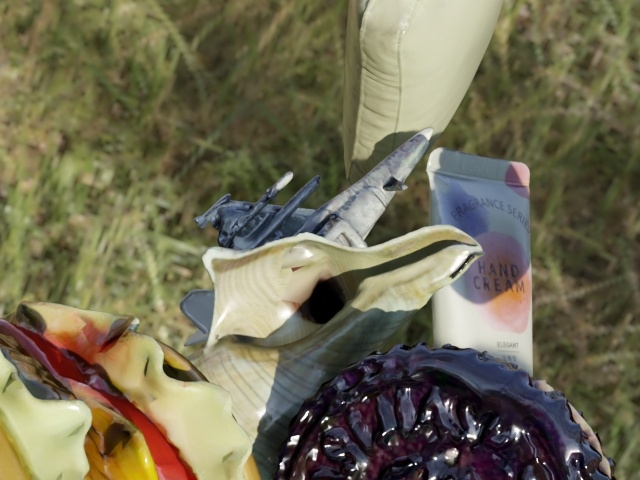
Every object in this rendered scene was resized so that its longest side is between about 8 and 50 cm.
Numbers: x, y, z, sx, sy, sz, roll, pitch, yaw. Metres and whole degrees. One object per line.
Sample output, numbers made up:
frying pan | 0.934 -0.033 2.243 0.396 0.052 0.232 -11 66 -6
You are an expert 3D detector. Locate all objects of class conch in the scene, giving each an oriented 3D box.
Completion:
conch | -0.021 0.065 0.897 0.137 0.234 0.114 38 -1 16

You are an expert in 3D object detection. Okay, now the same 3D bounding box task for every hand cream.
hand cream | 0.136 0.098 1.242 0.124 0.341 0.078 6 -9 -41

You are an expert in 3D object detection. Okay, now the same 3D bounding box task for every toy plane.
toy plane | 0.001 0.008 1.046 0.160 0.234 0.082 49 0 -23

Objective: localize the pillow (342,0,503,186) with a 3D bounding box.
pillow | 0.093 -0.203 1.348 0.120 0.322 0.255 22 70 7

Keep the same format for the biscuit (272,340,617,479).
biscuit | 0.063 0.146 0.783 0.194 0.194 0.053 34 11 20

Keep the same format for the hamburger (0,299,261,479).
hamburger | -0.147 0.150 0.676 0.274 0.274 0.212 40 20 31
